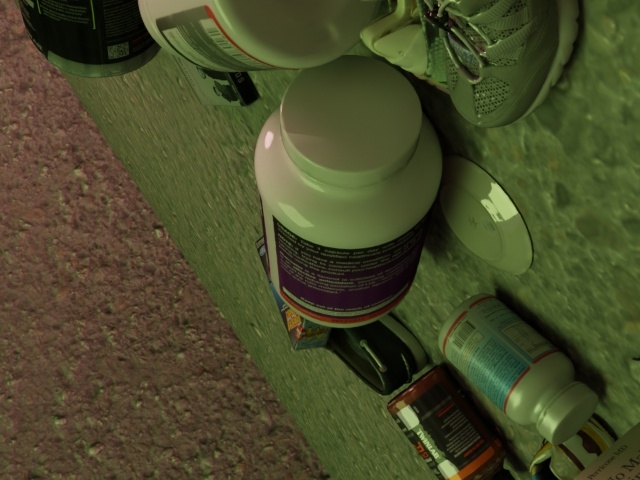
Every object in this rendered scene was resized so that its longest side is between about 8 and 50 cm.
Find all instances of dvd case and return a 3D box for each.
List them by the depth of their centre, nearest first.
[{"bbox_3d":[-0.186,-0.290,1.259,0.179,0.029,0.238,61,164,-21],"label":"dvd case"}]

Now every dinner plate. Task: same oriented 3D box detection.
[{"bbox_3d":[0.155,-0.021,0.814,0.141,0.017,0.141,48,162,21],"label":"dinner plate"}]

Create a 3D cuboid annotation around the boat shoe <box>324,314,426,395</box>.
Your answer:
[{"bbox_3d":[0.027,0.129,1.290,0.302,0.091,0.114,32,144,36],"label":"boat shoe"}]

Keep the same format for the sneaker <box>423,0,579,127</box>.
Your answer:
[{"bbox_3d":[0.091,-0.171,0.510,0.105,0.115,0.281,45,161,33],"label":"sneaker"}]

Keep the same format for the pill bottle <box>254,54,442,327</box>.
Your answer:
[{"bbox_3d":[0.027,-0.041,0.848,0.181,0.181,0.323,50,163,20],"label":"pill bottle"}]

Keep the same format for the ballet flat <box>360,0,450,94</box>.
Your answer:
[{"bbox_3d":[0.061,-0.193,0.624,0.077,0.079,0.222,47,164,52],"label":"ballet flat"}]

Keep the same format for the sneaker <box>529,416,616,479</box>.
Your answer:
[{"bbox_3d":[0.265,0.253,0.917,0.069,0.083,0.185,48,163,25],"label":"sneaker"}]

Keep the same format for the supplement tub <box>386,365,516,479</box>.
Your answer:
[{"bbox_3d":[0.191,0.285,1.165,0.198,0.106,0.106,52,164,12],"label":"supplement tub"}]

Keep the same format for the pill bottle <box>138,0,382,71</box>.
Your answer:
[{"bbox_3d":[-0.073,-0.241,0.768,0.161,0.161,0.283,62,163,-22],"label":"pill bottle"}]

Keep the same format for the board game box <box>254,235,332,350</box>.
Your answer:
[{"bbox_3d":[-0.014,0.055,1.216,0.194,0.060,0.194,-37,62,52],"label":"board game box"}]

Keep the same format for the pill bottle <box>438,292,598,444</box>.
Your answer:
[{"bbox_3d":[0.204,0.133,0.848,0.160,0.087,0.087,44,161,38],"label":"pill bottle"}]

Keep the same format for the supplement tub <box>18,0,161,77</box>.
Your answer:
[{"bbox_3d":[-0.295,-0.378,1.041,0.207,0.207,0.338,52,158,11],"label":"supplement tub"}]

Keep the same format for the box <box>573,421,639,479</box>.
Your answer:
[{"bbox_3d":[0.334,0.235,0.627,0.094,0.113,0.275,61,163,-16],"label":"box"}]
